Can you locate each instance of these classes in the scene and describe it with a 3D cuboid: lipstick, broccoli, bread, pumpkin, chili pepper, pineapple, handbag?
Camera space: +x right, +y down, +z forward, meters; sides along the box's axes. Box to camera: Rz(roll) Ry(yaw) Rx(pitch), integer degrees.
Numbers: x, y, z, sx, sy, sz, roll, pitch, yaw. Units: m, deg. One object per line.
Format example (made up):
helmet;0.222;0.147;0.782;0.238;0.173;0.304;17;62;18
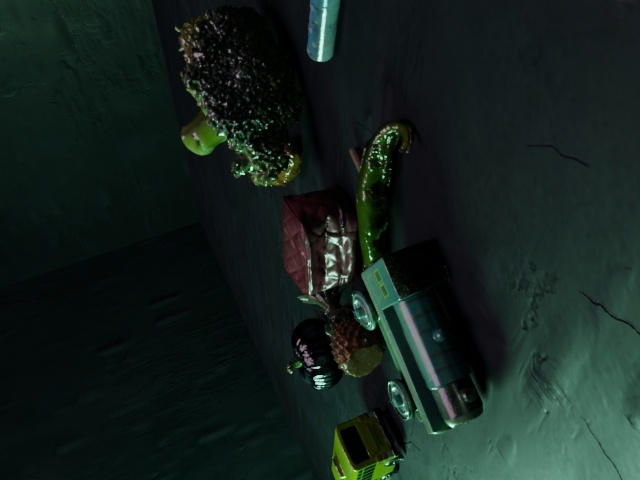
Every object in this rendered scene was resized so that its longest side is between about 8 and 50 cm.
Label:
lipstick;0.076;-0.121;1.148;0.019;0.018;0.094;115;133;-69
broccoli;-0.210;-0.337;1.434;0.397;0.274;0.353;38;111;63
lipstick;0.005;-0.358;1.047;0.158;0.048;0.048;99;148;-61
bread;-0.095;-0.185;1.536;0.105;0.076;0.233;44;154;-11
pumpkin;-0.008;0.304;1.756;0.194;0.149;0.194;3;-90;-85
chili pepper;0.096;-0.058;1.076;0.359;0.076;0.085;90;180;-52
pineapple;0.041;0.173;1.463;0.130;0.119;0.277;58;178;-40
handbag;0.000;0.000;1.356;0.146;0.135;0.225;-124;25;-45

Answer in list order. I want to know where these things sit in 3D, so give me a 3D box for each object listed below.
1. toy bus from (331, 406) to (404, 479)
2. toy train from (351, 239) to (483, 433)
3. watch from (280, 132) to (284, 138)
toy bus;0.105;0.527;1.604;0.262;0.150;0.128;92;155;-55
toy train;0.157;0.157;1.036;0.298;0.120;0.194;67;160;11
watch;-0.143;-0.305;1.602;0.206;0.068;0.193;-131;22;-61
